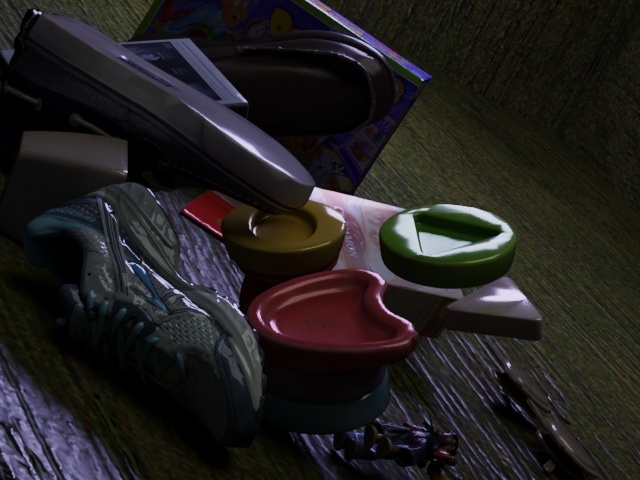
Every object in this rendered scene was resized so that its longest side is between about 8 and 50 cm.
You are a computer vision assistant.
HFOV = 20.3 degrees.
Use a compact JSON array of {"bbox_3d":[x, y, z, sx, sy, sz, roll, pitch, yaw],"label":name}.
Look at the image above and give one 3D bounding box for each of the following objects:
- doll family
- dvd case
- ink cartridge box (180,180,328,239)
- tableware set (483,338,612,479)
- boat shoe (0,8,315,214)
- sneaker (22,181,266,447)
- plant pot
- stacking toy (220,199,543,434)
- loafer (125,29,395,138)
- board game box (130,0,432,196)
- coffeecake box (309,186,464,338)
[{"bbox_3d":[0.095,0.203,1.578,0.111,0.076,0.193,0,37,-33],"label":"doll family"},{"bbox_3d":[-0.225,-0.175,2.025,0.238,0.030,0.179,-7,34,-27],"label":"dvd case"},{"bbox_3d":[0.000,0.000,2.086,0.296,0.066,0.261,34,13,1],"label":"ink cartridge box"},{"bbox_3d":[0.244,0.205,2.003,0.128,0.039,0.194,37,14,-42],"label":"tableware set"},{"bbox_3d":[-0.176,-0.081,1.747,0.340,0.158,0.127,33,12,17],"label":"boat shoe"},{"bbox_3d":[-0.152,0.073,1.470,0.122,0.110,0.283,-13,48,-36],"label":"sneaker"},{"bbox_3d":[-0.238,-0.043,1.624,0.096,0.109,0.109,19,17,-13],"label":"plant pot"},{"bbox_3d":[0.052,0.079,1.660,0.279,0.130,0.309,-2,27,-5],"label":"stacking toy"},{"bbox_3d":[-0.091,-0.175,2.184,0.365,0.134,0.130,1,26,15],"label":"loafer"},{"bbox_3d":[-0.067,-0.209,2.294,0.347,0.233,0.078,34,13,5],"label":"board game box"},{"bbox_3d":[0.051,0.023,1.979,0.185,0.068,0.142,13,38,-28],"label":"coffeecake box"}]
